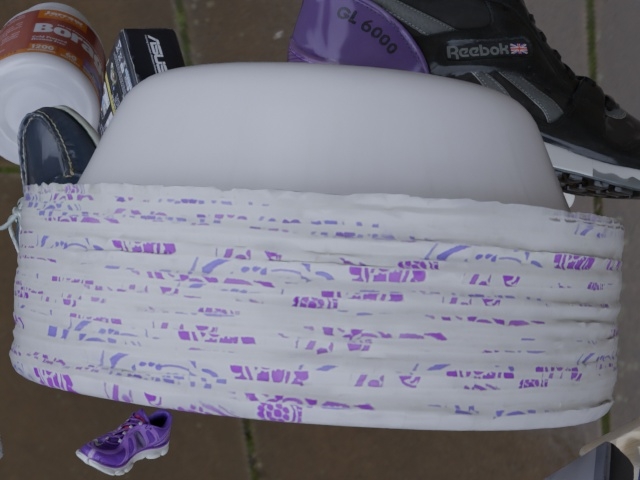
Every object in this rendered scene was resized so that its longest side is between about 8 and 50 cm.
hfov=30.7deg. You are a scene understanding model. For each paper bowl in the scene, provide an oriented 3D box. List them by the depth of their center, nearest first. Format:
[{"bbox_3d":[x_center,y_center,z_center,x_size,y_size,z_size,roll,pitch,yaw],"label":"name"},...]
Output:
[{"bbox_3d":[0.000,0.000,0.562,0.284,0.284,0.148,4,90,22],"label":"paper bowl"}]

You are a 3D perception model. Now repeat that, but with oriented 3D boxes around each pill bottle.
[{"bbox_3d":[-0.286,-0.172,1.216,0.121,0.216,0.121,-3,120,-6],"label":"pill bottle"}]

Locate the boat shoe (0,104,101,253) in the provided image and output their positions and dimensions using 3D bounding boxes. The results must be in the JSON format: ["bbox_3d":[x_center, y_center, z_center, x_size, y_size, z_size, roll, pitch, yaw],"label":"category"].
[{"bbox_3d":[-0.216,-0.003,0.968,0.095,0.079,0.254,-33,66,41],"label":"boat shoe"}]

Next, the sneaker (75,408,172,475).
[{"bbox_3d":[-0.265,0.265,1.586,0.068,0.170,0.071,26,109,23],"label":"sneaker"}]

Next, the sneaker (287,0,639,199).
[{"bbox_3d":[0.121,-0.103,0.728,0.283,0.107,0.124,12,90,-18],"label":"sneaker"}]

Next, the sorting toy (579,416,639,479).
[{"bbox_3d":[0.482,0.314,1.396,0.257,0.089,0.255,-26,101,-5],"label":"sorting toy"}]

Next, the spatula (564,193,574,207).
[{"bbox_3d":[0.227,-0.018,1.534,0.242,0.019,0.168,-23,73,-1],"label":"spatula"}]

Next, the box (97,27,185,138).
[{"bbox_3d":[-0.255,-0.068,1.752,0.318,0.097,0.394,-49,54,52],"label":"box"}]

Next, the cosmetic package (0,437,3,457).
[{"bbox_3d":[-0.442,0.171,0.942,0.230,0.453,0.161,-9,92,1],"label":"cosmetic package"}]

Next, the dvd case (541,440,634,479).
[{"bbox_3d":[0.079,0.233,0.674,0.029,0.179,0.239,43,123,-11],"label":"dvd case"}]
